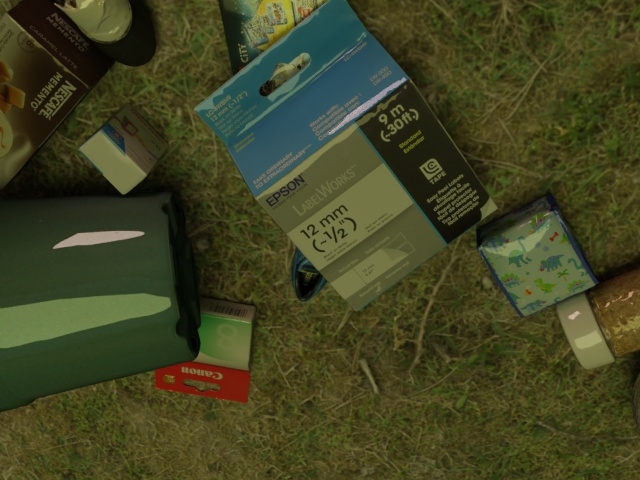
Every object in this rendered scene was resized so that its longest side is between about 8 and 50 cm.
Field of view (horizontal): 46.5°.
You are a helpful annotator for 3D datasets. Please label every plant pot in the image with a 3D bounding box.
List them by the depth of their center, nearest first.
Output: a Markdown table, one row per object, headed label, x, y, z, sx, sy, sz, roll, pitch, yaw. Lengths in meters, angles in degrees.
| label | x | y | z | sx | sy | sz | roll | pitch | yaw |
| --- | --- | --- | --- | --- | --- | --- | --- | --- | --- |
| plant pot | -0.359 | 0.072 | 1.087 | 0.334 | 0.341 | 0.341 | -9 | 119 | -2 |

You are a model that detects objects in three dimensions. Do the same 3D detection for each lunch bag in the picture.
| label | x | y | z | sx | sy | sz | roll | pitch | yaw |
| --- | --- | --- | --- | --- | --- | --- | --- | --- | --- |
| lunch bag | 0.318 | 0.028 | 1.097 | 0.129 | 0.096 | 0.151 | -28 | 103 | 21 |

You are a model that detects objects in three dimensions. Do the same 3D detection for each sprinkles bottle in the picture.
| label | x | y | z | sx | sy | sz | roll | pitch | yaw |
| --- | --- | --- | --- | --- | --- | --- | --- | --- | --- |
| sprinkles bottle | 0.530 | 0.074 | 1.080 | 0.355 | 0.121 | 0.121 | -25 | 113 | 19 |

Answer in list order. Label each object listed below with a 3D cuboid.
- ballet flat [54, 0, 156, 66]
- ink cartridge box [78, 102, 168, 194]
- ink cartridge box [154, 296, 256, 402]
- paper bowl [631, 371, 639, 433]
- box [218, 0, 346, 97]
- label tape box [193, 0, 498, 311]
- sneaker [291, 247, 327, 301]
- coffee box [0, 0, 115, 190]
| label | x | y | z | sx | sy | sz | roll | pitch | yaw |
| --- | --- | --- | --- | --- | --- | --- | --- | --- | --- |
| ballet flat | -0.309 | -0.337 | 0.949 | 0.095 | 0.096 | 0.280 | -23 | 118 | 12 |
| ink cartridge box | -0.279 | -0.134 | 1.071 | 0.052 | 0.122 | 0.088 | -35 | 110 | 20 |
| ink cartridge box | -0.210 | 0.200 | 1.292 | 0.181 | 0.056 | 0.224 | 9 | 119 | 3 |
| paper bowl | 0.626 | 0.241 | 1.140 | 0.284 | 0.148 | 0.284 | 3 | 123 | 5 |
| box | -0.040 | -0.240 | 1.022 | 0.159 | 0.044 | 0.233 | -4 | 119 | 9 |
| label tape box | 0.038 | -0.106 | 0.994 | 0.249 | 0.115 | 0.347 | -37 | 120 | 8 |
| sneaker | 0.000 | 0.000 | 1.133 | 0.069 | 0.082 | 0.209 | 16 | 119 | 1 |
| coffee box | -0.425 | -0.206 | 1.052 | 0.246 | 0.098 | 0.141 | -36 | 111 | 29 |
